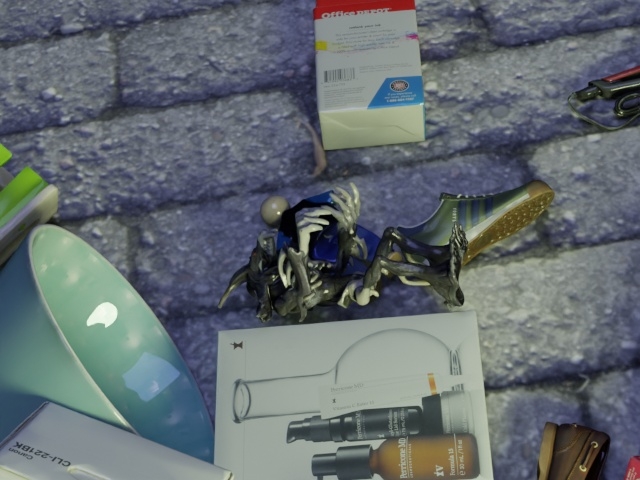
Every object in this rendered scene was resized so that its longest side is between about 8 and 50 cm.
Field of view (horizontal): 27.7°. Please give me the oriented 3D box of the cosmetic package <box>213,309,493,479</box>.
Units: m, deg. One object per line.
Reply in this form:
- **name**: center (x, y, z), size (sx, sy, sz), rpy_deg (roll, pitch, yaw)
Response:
- **cosmetic package**: center (0.036, 0.261, 1.322), size (0.284, 0.097, 0.377), rpy_deg (-6, 55, 6)

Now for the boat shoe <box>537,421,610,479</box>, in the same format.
- **boat shoe**: center (0.243, 0.273, 1.294), size (0.073, 0.073, 0.207), rpy_deg (9, 57, 16)

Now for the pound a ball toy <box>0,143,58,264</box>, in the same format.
- **pound a ball toy**: center (-0.438, 0.050, 1.536), size (0.208, 0.136, 0.319), rpy_deg (41, 67, 2)

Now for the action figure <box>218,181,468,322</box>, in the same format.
- **action figure**: center (0.018, 0.013, 1.415), size (0.276, 0.141, 0.164), rpy_deg (-2, 20, 13)

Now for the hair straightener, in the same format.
- **hair straightener**: center (0.421, -0.192, 1.610), size (0.230, 0.047, 0.089), rpy_deg (-15, 54, -2)

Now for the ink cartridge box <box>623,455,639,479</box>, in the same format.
- **ink cartridge box**: center (0.346, 0.280, 1.212), size (0.063, 0.109, 0.150), rpy_deg (9, 11, -29)

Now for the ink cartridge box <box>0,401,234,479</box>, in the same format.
- **ink cartridge box**: center (-0.206, 0.309, 1.189), size (0.197, 0.272, 0.114), rpy_deg (19, 30, 11)

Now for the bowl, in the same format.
- **bowl**: center (-0.261, 0.153, 1.343), size (0.163, 0.311, 0.311), rpy_deg (-34, 55, 8)

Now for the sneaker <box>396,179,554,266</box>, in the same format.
- **sneaker**: center (0.174, -0.032, 1.522), size (0.192, 0.064, 0.086), rpy_deg (-33, 62, -11)

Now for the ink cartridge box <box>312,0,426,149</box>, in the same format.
- **ink cartridge box**: center (0.061, -0.233, 1.672), size (0.134, 0.078, 0.231), rpy_deg (-5, 55, 4)

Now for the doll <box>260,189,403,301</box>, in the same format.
- **doll**: center (0.000, 0.000, 1.536), size (0.189, 0.046, 0.129), rpy_deg (34, 75, 27)
